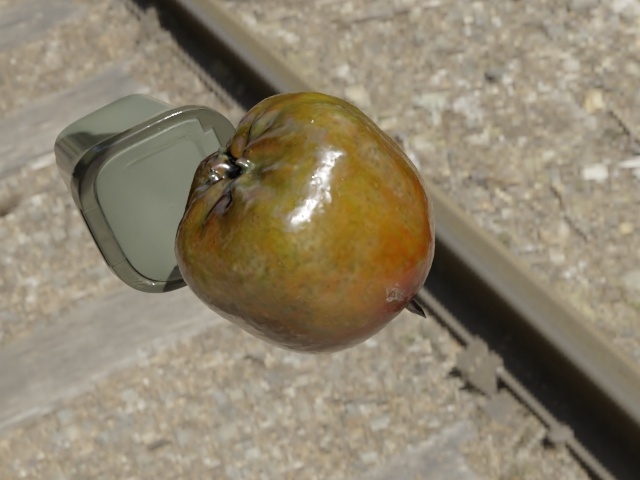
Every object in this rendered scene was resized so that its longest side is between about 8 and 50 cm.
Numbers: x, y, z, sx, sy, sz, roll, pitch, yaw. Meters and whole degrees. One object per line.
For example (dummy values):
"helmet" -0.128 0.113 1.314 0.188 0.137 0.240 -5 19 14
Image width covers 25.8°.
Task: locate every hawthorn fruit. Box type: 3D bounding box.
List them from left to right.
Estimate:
"hawthorn fruit" 0.000 0.000 1.516 0.268 0.301 0.267 -38 25 22

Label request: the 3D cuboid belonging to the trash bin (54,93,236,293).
"trash bin" -0.227 -0.080 1.847 0.219 0.219 0.250 -28 26 -14
